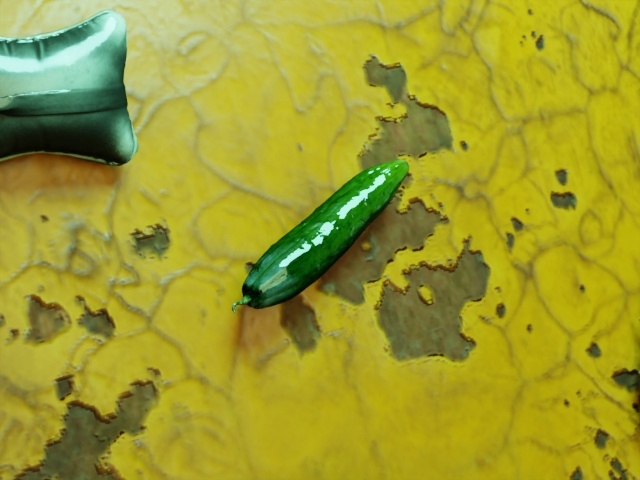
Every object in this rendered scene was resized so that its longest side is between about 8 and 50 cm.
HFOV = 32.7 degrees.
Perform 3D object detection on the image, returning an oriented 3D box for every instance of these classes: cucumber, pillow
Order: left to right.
[{"bbox_3d":[-0.176,-0.086,0.643,0.135,0.055,0.091,-10,78,-28],"label":"pillow"},{"bbox_3d":[0.000,0.000,0.718,0.168,0.039,0.039,-42,99,-27],"label":"cucumber"}]

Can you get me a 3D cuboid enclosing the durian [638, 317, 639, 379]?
[{"bbox_3d":[0.331,0.134,0.814,0.260,0.154,0.186,40,92,-6],"label":"durian"}]
